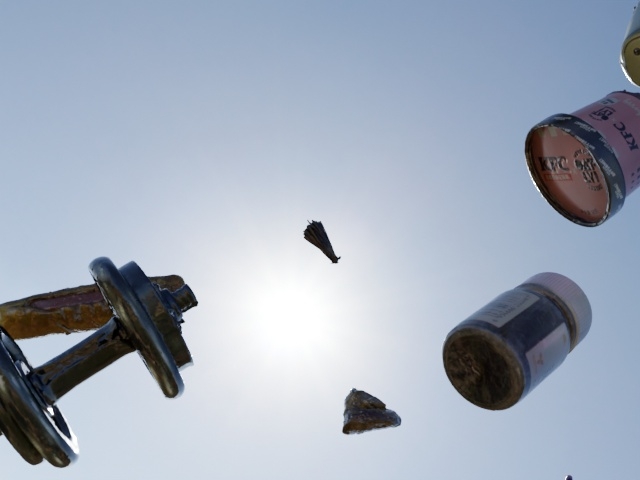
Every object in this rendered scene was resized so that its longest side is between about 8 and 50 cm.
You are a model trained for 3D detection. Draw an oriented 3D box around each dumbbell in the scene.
[{"bbox_3d":[-0.268,0.135,0.969,0.192,0.289,0.192,53,-15,21],"label":"dumbbell"}]

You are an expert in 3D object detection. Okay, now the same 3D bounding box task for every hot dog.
[{"bbox_3d":[-0.337,0.103,1.281,0.088,0.285,0.061,109,-35,-53],"label":"hot dog"}]

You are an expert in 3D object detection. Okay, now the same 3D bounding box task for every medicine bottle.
[{"bbox_3d":[0.349,0.171,1.506,0.165,0.273,0.165,21,-58,38],"label":"medicine bottle"}]

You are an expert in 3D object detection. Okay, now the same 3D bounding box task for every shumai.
[{"bbox_3d":[0.100,0.363,1.809,0.123,0.139,0.105,-17,-83,30],"label":"shumai"}]

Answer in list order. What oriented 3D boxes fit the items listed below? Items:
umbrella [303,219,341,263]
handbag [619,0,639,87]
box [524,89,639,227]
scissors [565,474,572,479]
[{"bbox_3d":[0.001,0.001,1.110,0.083,0.031,0.020,53,0,30],"label":"umbrella"},{"bbox_3d":[0.626,-0.365,1.416,0.241,0.315,0.109,-3,-59,35],"label":"handbag"},{"bbox_3d":[0.363,-0.112,1.103,0.151,0.135,0.151,53,-18,25],"label":"box"},{"bbox_3d":[0.337,0.381,1.207,0.012,0.113,0.039,36,-50,-10],"label":"scissors"}]
